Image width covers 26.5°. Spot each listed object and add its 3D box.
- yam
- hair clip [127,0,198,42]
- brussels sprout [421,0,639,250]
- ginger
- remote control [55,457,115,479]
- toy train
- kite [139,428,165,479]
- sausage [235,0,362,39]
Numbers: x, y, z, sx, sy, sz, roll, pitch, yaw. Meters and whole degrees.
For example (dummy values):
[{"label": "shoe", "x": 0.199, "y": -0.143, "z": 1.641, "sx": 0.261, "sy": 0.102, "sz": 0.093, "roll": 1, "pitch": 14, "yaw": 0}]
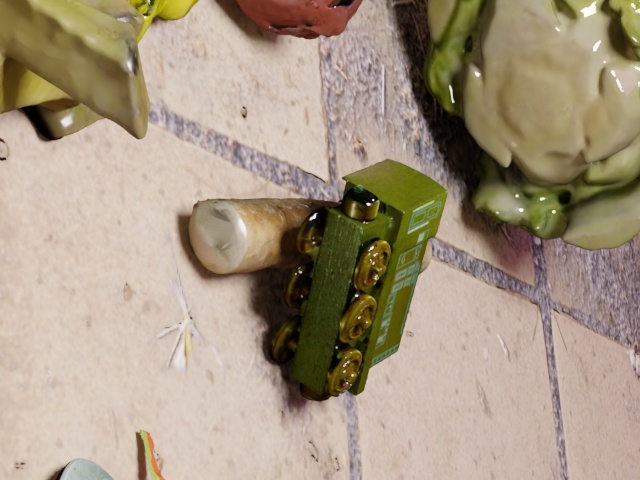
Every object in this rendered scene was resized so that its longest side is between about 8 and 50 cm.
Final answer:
[{"label": "yam", "x": 0.000, "y": 0.000, "z": 1.325, "sx": 0.357, "sy": 0.081, "sz": 0.081, "roll": 1, "pitch": 76, "yaw": -56}, {"label": "hair clip", "x": -0.136, "y": -0.223, "z": 1.217, "sx": 0.046, "sy": 0.072, "sz": 0.173, "roll": 42, "pitch": 35, "yaw": 0}, {"label": "brussels sprout", "x": 0.322, "y": -0.225, "z": 1.667, "sx": 0.361, "sy": 0.342, "sz": 0.425, "roll": -31, "pitch": 114, "yaw": -50}, {"label": "ginger", "x": -0.214, "y": -0.240, "z": 0.975, "sx": 0.358, "sy": 0.211, "sz": 0.413, "roll": 22, "pitch": 58, "yaw": -54}, {"label": "remote control", "x": -0.127, "y": 0.274, "z": 1.027, "sx": 0.256, "sy": 0.045, "sz": 0.097, "roll": 61, "pitch": 18, "yaw": -13}, {"label": "toy train", "x": 0.035, "y": 0.042, "z": 1.256, "sx": 0.137, "sy": 0.090, "sz": 0.225, "roll": -25, "pitch": 138, "yaw": -47}, {"label": "kite", "x": -0.113, "y": 0.219, "z": 1.063, "sx": 0.159, "sy": 0.010, "sz": 0.190, "roll": 63, "pitch": 15, "yaw": 17}, {"label": "sausage", "x": -0.055, "y": -0.319, "z": 1.312, "sx": 0.279, "sy": 0.152, "sz": 0.152, "roll": 55, "pitch": 36, "yaw": -29}]
